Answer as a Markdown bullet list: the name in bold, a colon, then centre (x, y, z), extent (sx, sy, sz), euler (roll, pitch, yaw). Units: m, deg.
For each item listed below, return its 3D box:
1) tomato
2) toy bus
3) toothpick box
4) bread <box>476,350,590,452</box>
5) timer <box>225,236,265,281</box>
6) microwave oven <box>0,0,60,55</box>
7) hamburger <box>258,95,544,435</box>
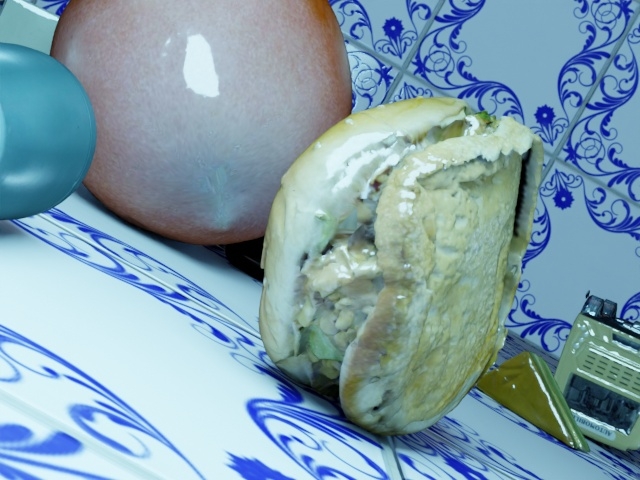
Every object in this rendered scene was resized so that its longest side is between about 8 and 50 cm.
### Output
- **tomato**: centre (-0.121, -0.146, 1.256), extent (0.321, 0.322, 0.321), euler (29, 3, -2)
- **toy bus**: centre (0.454, 0.203, 1.847), extent (0.176, 0.202, 0.365), euler (24, 4, 20)
- **toothpick box**: centre (-0.218, -0.069, 0.775), extent (0.120, 0.120, 0.184), euler (29, 5, 0)
- **bread**: centre (0.265, 0.220, 1.540), extent (0.074, 0.084, 0.139), euler (25, 36, -61)
- **timer**: centre (0.000, 0.000, 1.402), extent (0.187, 0.144, 0.055), euler (29, -21, -11)
- **microwave oven**: centre (-0.397, -0.250, 1.719), extent (0.193, 0.145, 0.240), euler (20, 4, -17)
- **hamburger**: centre (0.064, 0.016, 0.895), extent (0.146, 0.243, 0.286), euler (29, -13, 30)
